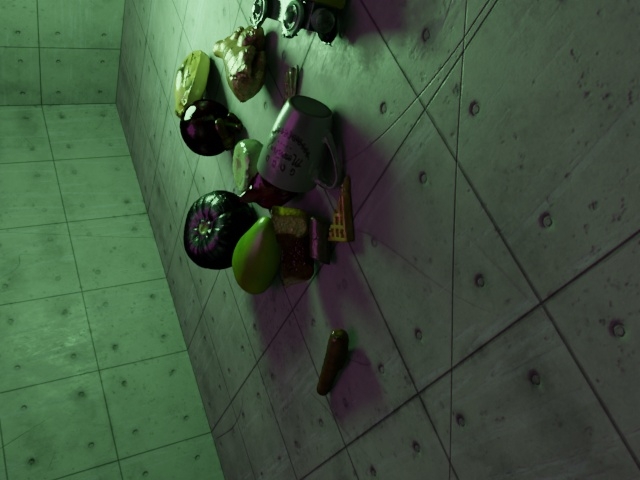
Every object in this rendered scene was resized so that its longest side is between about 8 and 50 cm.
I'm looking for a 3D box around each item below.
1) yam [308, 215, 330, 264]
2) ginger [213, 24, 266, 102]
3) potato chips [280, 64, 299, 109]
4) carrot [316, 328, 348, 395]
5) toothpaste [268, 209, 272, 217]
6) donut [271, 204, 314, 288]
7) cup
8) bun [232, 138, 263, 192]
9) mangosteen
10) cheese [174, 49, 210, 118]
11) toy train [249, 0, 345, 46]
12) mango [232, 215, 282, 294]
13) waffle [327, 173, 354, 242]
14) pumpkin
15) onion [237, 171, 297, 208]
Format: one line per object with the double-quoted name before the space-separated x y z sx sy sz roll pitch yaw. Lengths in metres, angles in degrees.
"yam" 0.000 0.000 1.761 0.069 0.069 0.146 2 92 61
"ginger" -0.284 -0.643 2.004 0.375 0.166 0.236 55 152 30
"potato chips" -0.103 -0.460 1.856 0.092 0.028 0.207 42 135 47
"carrot" 0.036 0.390 1.812 0.070 0.070 0.342 58 150 36
"toothpaste" -0.169 -0.158 2.066 0.045 0.028 0.170 -118 30 -43
"donut" -0.078 -0.004 1.842 0.151 0.112 0.295 -81 -11 -54
"cup" -0.033 -0.262 1.671 0.258 0.186 0.234 35 125 15
"bun" -0.236 -0.260 2.066 0.195 0.118 0.195 9 100 63
"mangosteen" -0.417 -0.438 2.275 0.265 0.228 0.228 6 105 27
"cheese" -0.532 -0.625 2.413 0.316 0.128 0.259 -84 8 -48
"toy train" -0.058 -0.682 1.591 0.397 0.160 0.253 42 125 51
"mango" -0.222 0.048 2.090 0.192 0.156 0.343 53 138 29
"waffle" 0.052 -0.091 1.683 0.125 0.032 0.191 4 99 63
"pumpkin" -0.385 -0.041 2.282 0.315 0.238 0.315 -6 80 38
"onion" -0.165 -0.163 1.867 0.140 0.218 0.195 52 143 -4
